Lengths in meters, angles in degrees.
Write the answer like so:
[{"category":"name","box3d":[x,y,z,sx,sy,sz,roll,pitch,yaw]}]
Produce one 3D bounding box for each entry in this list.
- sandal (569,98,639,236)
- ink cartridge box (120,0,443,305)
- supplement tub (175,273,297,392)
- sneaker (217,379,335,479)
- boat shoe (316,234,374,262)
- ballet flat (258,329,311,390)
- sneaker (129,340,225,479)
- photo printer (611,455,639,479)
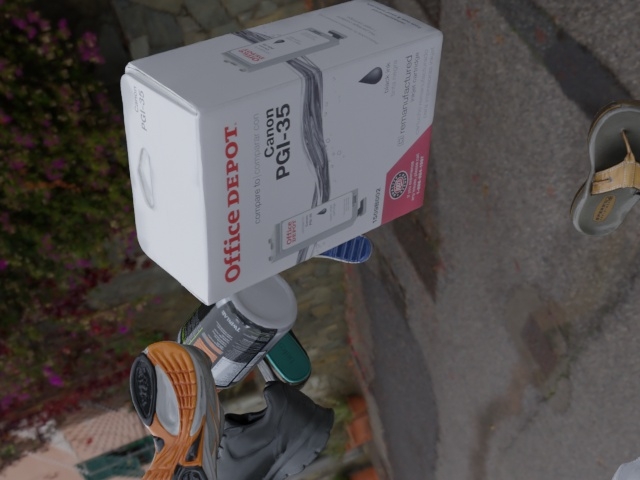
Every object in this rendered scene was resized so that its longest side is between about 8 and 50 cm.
[{"category":"sandal","box3d":[0.336,-0.068,0.952,0.219,0.090,0.060,96,180,-50]},{"category":"ink cartridge box","box3d":[-0.029,-0.091,0.801,0.117,0.283,0.207,36,137,37]},{"category":"supplement tub","box3d":[-0.124,0.127,1.155,0.190,0.117,0.117,-48,55,37]},{"category":"sneaker","box3d":[-0.109,0.316,1.183,0.130,0.286,0.109,40,-178,-6]},{"category":"boat shoe","box3d":[0.000,0.000,1.386,0.066,0.183,0.066,2,-75,-75]},{"category":"ballet flat","box3d":[-0.113,0.122,1.342,0.280,0.095,0.096,63,151,11]},{"category":"sneaker","box3d":[-0.142,0.241,0.938,0.121,0.099,0.262,9,-100,-75]},{"category":"photo printer","box3d":[0.446,0.416,0.975,0.307,0.107,0.256,-117,3,-51]}]
